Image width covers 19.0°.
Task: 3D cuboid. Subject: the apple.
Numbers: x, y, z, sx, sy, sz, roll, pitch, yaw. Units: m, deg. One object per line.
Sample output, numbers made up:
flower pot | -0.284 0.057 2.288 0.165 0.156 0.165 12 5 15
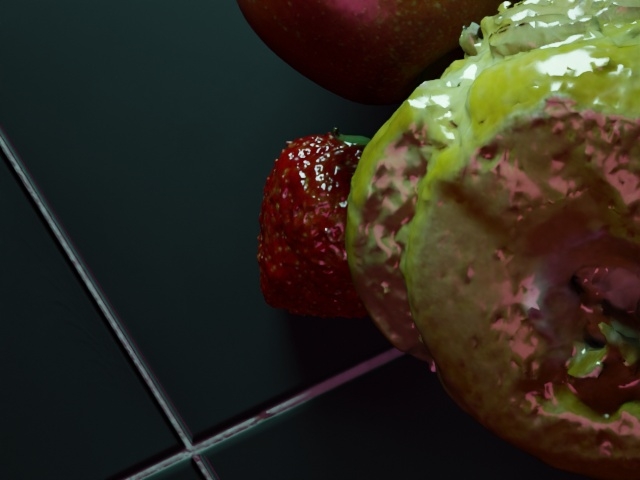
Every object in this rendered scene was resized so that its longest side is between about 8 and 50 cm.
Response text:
apple | 0.035 -0.179 1.278 0.181 0.181 0.168 -40 82 39

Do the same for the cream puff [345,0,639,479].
cream puff | 0.201 -0.009 1.212 0.343 0.231 0.327 -1 116 27

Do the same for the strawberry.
strawberry | 0.000 0.000 1.456 0.146 0.082 0.187 49 134 13
